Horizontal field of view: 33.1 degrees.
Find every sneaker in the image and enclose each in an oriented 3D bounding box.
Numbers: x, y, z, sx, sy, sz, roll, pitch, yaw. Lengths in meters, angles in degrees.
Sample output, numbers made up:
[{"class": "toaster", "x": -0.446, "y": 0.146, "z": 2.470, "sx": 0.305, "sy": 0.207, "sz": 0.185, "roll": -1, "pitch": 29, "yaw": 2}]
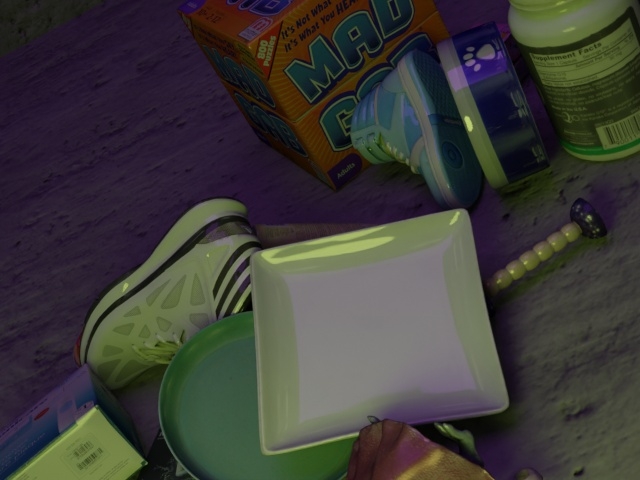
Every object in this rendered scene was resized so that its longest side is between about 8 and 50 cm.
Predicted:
[{"class": "sneaker", "x": 0.161, "y": -0.158, "z": 1.927, "sx": 0.208, "sy": 0.127, "sz": 0.319, "roll": -35, "pitch": 55, "yaw": 37}, {"class": "sneaker", "x": -0.235, "y": 0.162, "z": 1.780, "sx": 0.447, "sy": 0.169, "sz": 0.257, "roll": -48, "pitch": 53, "yaw": 27}]

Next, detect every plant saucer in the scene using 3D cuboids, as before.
[{"class": "plant saucer", "x": -0.076, "y": 0.244, "z": 1.572, "sx": 0.317, "sy": 0.044, "sz": 0.318, "roll": 3, "pitch": 51, "yaw": -3}]

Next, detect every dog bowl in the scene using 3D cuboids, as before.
[{"class": "dog bowl", "x": 0.287, "y": -0.224, "z": 1.787, "sx": 0.104, "sy": 0.265, "sz": 0.265, "roll": -22, "pitch": 36, "yaw": 12}]

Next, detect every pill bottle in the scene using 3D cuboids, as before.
[{"class": "pill bottle", "x": 0.421, "y": -0.320, "z": 1.713, "sx": 0.204, "sy": 0.361, "sz": 0.204, "roll": -21, "pitch": 36, "yaw": 16}]

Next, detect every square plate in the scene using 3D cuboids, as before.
[{"class": "square plate", "x": 0.074, "y": 0.132, "z": 1.563, "sx": 0.347, "sy": 0.049, "sz": 0.344, "roll": -12, "pitch": 53, "yaw": 8}]

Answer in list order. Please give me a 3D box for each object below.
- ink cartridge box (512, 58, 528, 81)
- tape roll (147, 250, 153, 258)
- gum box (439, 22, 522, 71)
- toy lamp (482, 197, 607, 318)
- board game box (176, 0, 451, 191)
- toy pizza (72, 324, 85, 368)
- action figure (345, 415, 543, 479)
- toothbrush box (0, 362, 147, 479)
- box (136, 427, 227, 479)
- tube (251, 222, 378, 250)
[{"class": "ink cartridge box", "x": 0.324, "y": -0.308, "z": 2.052, "sx": 0.207, "sy": 0.046, "sz": 0.097, "roll": -47, "pitch": 36, "yaw": -19}, {"class": "tape roll", "x": -0.235, "y": 0.052, "z": 2.024, "sx": 0.189, "sy": 0.080, "sz": 0.189, "roll": -22, "pitch": 36, "yaw": 17}, {"class": "gum box", "x": 0.288, "y": -0.321, "z": 1.998, "sx": 0.107, "sy": 0.062, "sz": 0.188, "roll": 14, "pitch": 57, "yaw": 48}, {"class": "toy lamp", "x": 0.300, "y": 0.039, "z": 1.621, "sx": 0.274, "sy": 0.080, "sz": 0.080, "roll": -36, "pitch": 35, "yaw": -3}, {"class": "board game box", "x": 0.004, "y": -0.385, "z": 2.127, "sx": 0.356, "sy": 0.356, "sz": 0.356, "roll": -40, "pitch": 35, "yaw": -9}, {"class": "toy pizza", "x": -0.397, "y": 0.161, "z": 2.043, "sx": 0.201, "sy": 0.032, "sz": 0.201, "roll": -26, "pitch": 37, "yaw": 21}, {"class": "action figure", "x": 0.069, "y": 0.406, "z": 1.325, "sx": 0.275, "sy": 0.248, "sz": 0.370, "roll": 23, "pitch": 68, "yaw": 2}, {"class": "toothbrush box", "x": -0.408, "y": 0.334, "z": 1.702, "sx": 0.216, "sy": 0.126, "sz": 0.295, "roll": -39, "pitch": 13, "yaw": -7}, {"class": "box", "x": -0.186, "y": 0.362, "z": 1.598, "sx": 0.156, "sy": 0.093, "sz": 0.158, "roll": -10, "pitch": 39, "yaw": 29}, {"class": "tube", "x": 0.000, "y": 0.000, "z": 1.853, "sx": 0.240, "sy": 0.062, "sz": 0.070, "roll": -3, "pitch": 73, "yaw": -17}]
